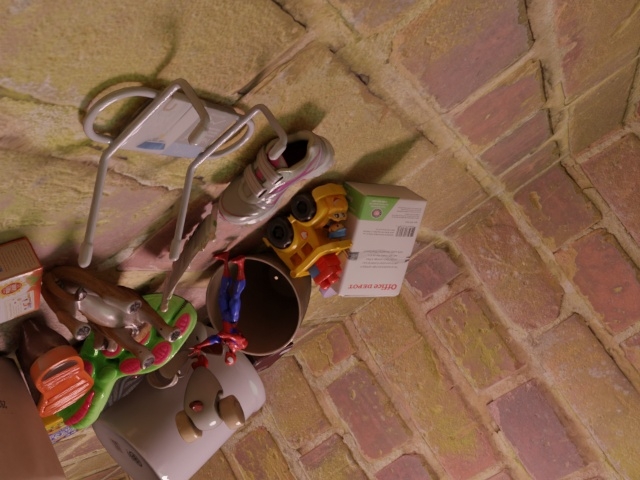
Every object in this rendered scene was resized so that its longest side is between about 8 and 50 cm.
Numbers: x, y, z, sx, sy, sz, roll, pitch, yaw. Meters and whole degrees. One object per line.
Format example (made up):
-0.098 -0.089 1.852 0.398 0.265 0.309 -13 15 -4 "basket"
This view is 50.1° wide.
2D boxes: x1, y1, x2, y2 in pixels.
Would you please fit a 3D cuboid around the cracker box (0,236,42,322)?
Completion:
-0.565 0.092 1.075 0.232 0.067 0.156 -23 161 -35 "cracker box"

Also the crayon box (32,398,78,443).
-0.733 0.490 1.948 0.203 0.083 0.323 -25 163 -26 "crayon box"

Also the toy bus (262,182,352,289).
0.000 0.000 1.650 0.220 0.212 0.149 -44 160 31 "toy bus"

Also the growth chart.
-0.265 0.030 1.377 0.237 0.021 0.172 -52 -159 26 "growth chart"

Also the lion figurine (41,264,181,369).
-0.421 0.122 1.297 0.142 0.240 0.392 -50 153 -17 "lion figurine"

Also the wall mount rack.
-0.223 -0.100 1.041 0.304 0.131 0.350 -39 163 23 "wall mount rack"

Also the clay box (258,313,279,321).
-0.191 0.204 1.950 0.127 0.221 0.053 -34 142 -73 "clay box"

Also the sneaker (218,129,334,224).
-0.094 -0.130 1.289 0.252 0.103 0.111 -39 161 -1 "sneaker"

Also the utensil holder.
-0.398 0.485 1.948 0.385 0.327 0.328 -44 174 -35 "utensil holder"

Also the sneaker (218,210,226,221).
-0.143 -0.079 1.418 0.152 0.053 0.061 -21 145 -51 "sneaker"

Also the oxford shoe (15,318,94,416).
-0.583 0.277 1.486 0.130 0.133 0.364 -30 162 -32 "oxford shoe"

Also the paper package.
-0.664 0.368 1.272 0.168 0.310 0.325 -32 164 -3 "paper package"

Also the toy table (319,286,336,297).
0.077 0.020 1.958 0.274 0.161 0.252 -34 164 3 "toy table"

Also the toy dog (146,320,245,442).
-0.318 0.344 1.723 0.220 0.333 0.161 -39 147 -11 "toy dog"

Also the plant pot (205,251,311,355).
-0.125 0.132 1.809 0.256 0.256 0.274 -39 179 23 "plant pot"

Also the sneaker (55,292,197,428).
-0.480 0.268 1.676 0.482 0.185 0.202 -38 -175 23 "sneaker"

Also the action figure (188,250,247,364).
-0.241 0.181 1.634 0.091 0.281 0.139 11 -159 35 "action figure"

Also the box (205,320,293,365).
-0.229 0.304 2.148 0.168 0.203 0.167 -15 157 -47 "box"

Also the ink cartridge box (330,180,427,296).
0.133 -0.002 1.753 0.198 0.115 0.273 2 113 -31 "ink cartridge box"
